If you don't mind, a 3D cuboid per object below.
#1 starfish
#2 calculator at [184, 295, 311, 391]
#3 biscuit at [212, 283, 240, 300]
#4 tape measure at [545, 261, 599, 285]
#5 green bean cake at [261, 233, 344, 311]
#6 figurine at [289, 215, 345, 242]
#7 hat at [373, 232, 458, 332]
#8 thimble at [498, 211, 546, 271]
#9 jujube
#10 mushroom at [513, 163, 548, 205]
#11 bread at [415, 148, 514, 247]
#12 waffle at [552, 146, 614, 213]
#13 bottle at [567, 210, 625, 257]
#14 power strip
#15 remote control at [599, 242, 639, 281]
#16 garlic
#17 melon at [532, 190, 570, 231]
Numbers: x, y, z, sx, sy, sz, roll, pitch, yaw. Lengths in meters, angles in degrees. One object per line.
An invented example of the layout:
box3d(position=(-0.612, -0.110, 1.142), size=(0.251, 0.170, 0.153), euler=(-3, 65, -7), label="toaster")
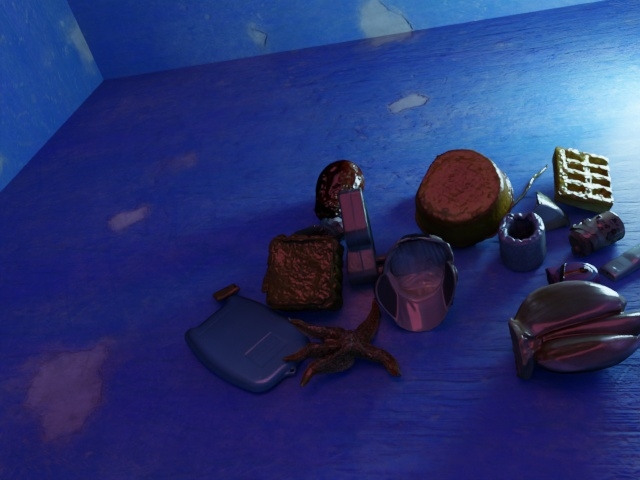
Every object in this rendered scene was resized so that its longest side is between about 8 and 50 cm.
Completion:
box3d(position=(0.040, 0.264, 1.679), size=(0.293, 0.084, 0.302), euler=(-8, 41, -4), label="starfish")
box3d(position=(-0.204, 0.284, 1.797), size=(0.386, 0.055, 0.256), euler=(26, 53, 37), label="calculator")
box3d(position=(-0.296, 0.162, 1.988), size=(0.081, 0.018, 0.083), euler=(-28, 14, -14), label="biscuit")
box3d(position=(0.671, 0.107, 1.679), size=(0.118, 0.074, 0.125), euler=(-13, 32, 7), label="tape measure")
box3d(position=(-0.044, 0.097, 1.855), size=(0.223, 0.131, 0.230), euler=(-1, 75, 19), label="green bean cake")
box3d(position=(0.000, 0.000, 2.037), size=(0.245, 0.110, 0.137), euler=(-33, 40, -33), label="figurine")
box3d(position=(0.277, 0.118, 1.759), size=(0.231, 0.161, 0.275), euler=(-15, 59, 21), label="hat")
box3d(position=(0.576, 0.000, 1.813), size=(0.127, 0.118, 0.151), euler=(-3, 39, 21), label="thimble")
box3d(position=(0.057, -0.170, 2.192), size=(0.168, 0.168, 0.236), euler=(8, 50, 29), label="jujube")
box3d(position=(0.673, -0.172, 2.077), size=(0.286, 0.028, 0.026), euler=(-37, 0, -27), label="mushroom")
box3d(position=(0.432, -0.129, 1.941), size=(0.311, 0.172, 0.312), euler=(-8, 64, 17), label="bread")
box3d(position=(0.812, -0.190, 1.979), size=(0.167, 0.057, 0.274), euler=(13, 43, 7), label="waffle")
box3d(position=(0.763, -0.016, 1.785), size=(0.152, 0.099, 0.099), euler=(-25, 38, -5), label="bottle")
box3d(position=(0.136, -0.006, 1.908), size=(0.141, 0.229, 0.261), euler=(-10, 71, 6), label="power strip")
box3d(position=(0.837, 0.053, 1.720), size=(0.162, 0.029, 0.061), euler=(-27, 37, -13), label="remote control")
box3d(position=(0.602, 0.210, 1.524), size=(0.324, 0.132, 0.279), euler=(-16, 38, 5), label="garlic")
box3d(position=(0.686, -0.079, 1.917), size=(0.139, 0.093, 0.202), euler=(31, 22, 13), label="melon")
